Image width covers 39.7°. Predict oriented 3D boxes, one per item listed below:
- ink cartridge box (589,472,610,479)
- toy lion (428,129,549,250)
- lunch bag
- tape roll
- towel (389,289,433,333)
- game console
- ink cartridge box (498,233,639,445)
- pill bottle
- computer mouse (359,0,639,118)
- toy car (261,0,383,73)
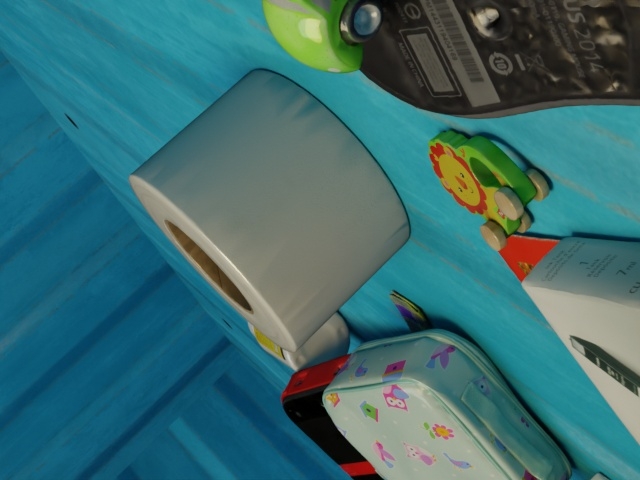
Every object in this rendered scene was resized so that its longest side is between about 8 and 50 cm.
[{"bbox_3d":[0.307,0.386,1.032,0.092,0.158,0.218,42,166,37],"label":"ink cartridge box"},{"bbox_3d":[0.115,-0.045,0.647,0.096,0.034,0.100,51,168,16],"label":"toy lion"},{"bbox_3d":[0.158,0.235,1.065,0.279,0.108,0.224,48,142,-15],"label":"lunch bag"},{"bbox_3d":[-0.053,-0.028,0.907,0.246,0.169,0.246,43,166,14],"label":"tape roll"},{"bbox_3d":[0.118,0.100,1.101,0.060,0.009,0.083,34,162,46],"label":"towel"},{"bbox_3d":[0.134,0.302,1.318,0.342,0.060,0.386,44,147,-11],"label":"game console"},{"bbox_3d":[0.240,0.113,0.658,0.275,0.060,0.239,50,165,-17],"label":"ink cartridge box"},{"bbox_3d":[-0.045,0.152,1.519,0.119,0.119,0.208,52,166,-23],"label":"pill bottle"},{"bbox_3d":[0.114,-0.111,0.385,0.272,0.072,0.188,13,144,46],"label":"computer mouse"},{"bbox_3d":[-0.002,-0.173,0.357,0.239,0.053,0.225,36,132,41],"label":"toy car"}]
